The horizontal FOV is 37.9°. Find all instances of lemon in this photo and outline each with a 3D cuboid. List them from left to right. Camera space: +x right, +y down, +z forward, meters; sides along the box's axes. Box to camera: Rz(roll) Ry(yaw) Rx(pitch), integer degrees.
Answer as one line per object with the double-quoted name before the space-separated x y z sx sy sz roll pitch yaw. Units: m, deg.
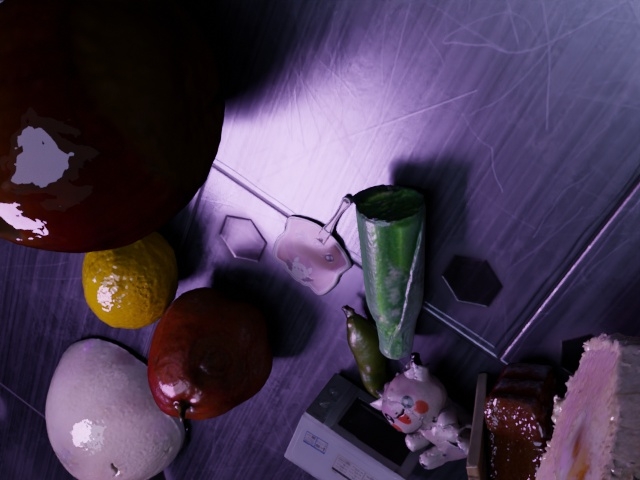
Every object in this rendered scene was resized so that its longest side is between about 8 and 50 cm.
"lemon" -0.338 0.064 1.661 0.180 0.180 0.193 43 150 0

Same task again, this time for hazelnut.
"hazelnut" -0.331 -0.190 1.303 0.402 0.429 0.402 9 134 9

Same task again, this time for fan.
"fan" 0.000 0.000 1.508 0.132 0.009 0.220 39 134 4

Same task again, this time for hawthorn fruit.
"hawthorn fruit" -0.204 0.211 1.619 0.224 0.261 0.224 14 131 17

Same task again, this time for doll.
"doll" 0.175 0.277 1.501 0.192 0.095 0.149 45 139 1

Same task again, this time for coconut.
"coconut" 0.476 0.323 1.162 0.404 0.404 0.405 17 128 23

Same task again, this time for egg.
"egg" -0.460 0.386 1.953 0.337 0.201 0.337 15 127 22

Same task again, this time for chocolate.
"chocolate" 0.112 0.059 1.418 0.110 0.110 0.291 14 130 25

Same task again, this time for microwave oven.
"microwave oven" 0.066 0.359 1.636 0.208 0.122 0.162 32 133 12

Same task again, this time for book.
"book" 0.269 0.396 1.467 0.021 0.217 0.310 -4 119 17

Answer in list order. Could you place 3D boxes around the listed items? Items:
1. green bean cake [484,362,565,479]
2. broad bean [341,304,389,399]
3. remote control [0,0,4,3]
"green bean cake" 0.314 0.315 1.393 0.097 0.198 0.233 0 116 31
"broad bean" 0.086 0.196 1.559 0.070 0.048 0.214 -17 116 27
"remote control" -0.502 -0.369 1.555 0.145 0.050 0.344 7 124 30
